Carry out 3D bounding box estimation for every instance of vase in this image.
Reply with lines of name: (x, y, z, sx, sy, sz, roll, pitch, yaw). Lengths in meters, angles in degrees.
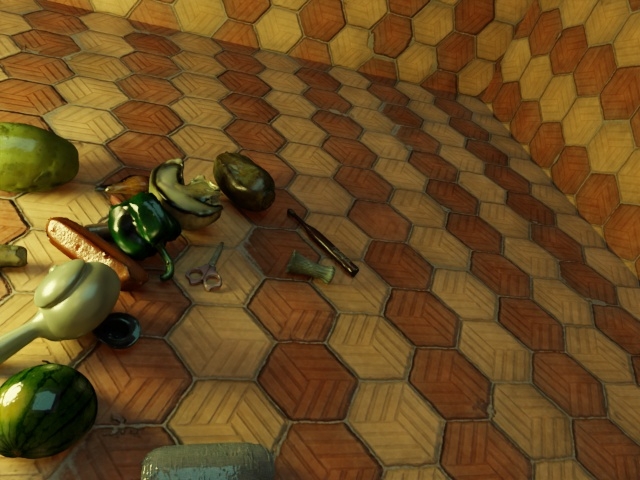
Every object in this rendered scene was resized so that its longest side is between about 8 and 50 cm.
vase: (-0.029, 0.090, 1.741, 0.148, 0.081, 0.081, 20, 36, -9)

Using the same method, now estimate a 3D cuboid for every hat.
hat: (-0.509, 0.227, 1.344, 0.121, 0.050, 0.121, 18, 37, -14)

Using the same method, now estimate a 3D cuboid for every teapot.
teapot: (-0.606, 0.169, 1.260, 0.149, 0.220, 0.318, 53, 38, -30)

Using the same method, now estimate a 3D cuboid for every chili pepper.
chili pepper: (-0.484, -0.008, 1.555, 0.261, 0.173, 0.165, 59, -1, -6)

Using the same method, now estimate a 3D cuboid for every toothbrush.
toothbrush: (0.000, -0.001, 1.897, 0.041, 0.041, 0.364, -21, 53, -42)

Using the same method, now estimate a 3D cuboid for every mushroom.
mushroom: (-0.437, -0.113, 1.716, 0.267, 0.164, 0.189, 36, 43, 14)

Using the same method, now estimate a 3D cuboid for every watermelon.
watermelon: (-0.568, 0.329, 1.127, 0.204, 0.127, 0.232, 23, 31, 7)

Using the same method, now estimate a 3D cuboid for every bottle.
bottle: (-0.620, -0.028, 1.605, 0.140, 0.053, 0.053, -8, 46, -34)

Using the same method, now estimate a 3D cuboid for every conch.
conch: (-0.603, -0.177, 1.772, 0.232, 0.080, 0.086, 10, 5, -21)

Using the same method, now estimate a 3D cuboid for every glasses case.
glasses case: (-0.233, 0.485, 1.148, 0.282, 0.067, 0.109, 6, 42, -22)

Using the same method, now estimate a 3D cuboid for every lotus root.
lotus root: (-0.269, -0.200, 1.917, 0.160, 0.152, 0.275, -17, 45, -43)

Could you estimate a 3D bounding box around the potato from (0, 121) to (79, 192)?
potato: (-0.884, -0.246, 1.622, 0.304, 0.216, 0.216, -2, 43, -25)

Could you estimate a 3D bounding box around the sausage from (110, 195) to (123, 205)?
sausage: (-0.591, -0.074, 1.697, 0.223, 0.029, 0.029, 40, 40, 24)

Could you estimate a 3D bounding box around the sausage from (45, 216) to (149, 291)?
sausage: (-0.614, 0.039, 1.489, 0.330, 0.102, 0.102, 32, 38, 12)

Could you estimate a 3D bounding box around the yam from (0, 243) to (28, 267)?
yam: (-0.913, 0.036, 1.368, 0.317, 0.067, 0.071, 3, 45, -22)

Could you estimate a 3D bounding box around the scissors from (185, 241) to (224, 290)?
scissors: (-0.330, 0.072, 1.653, 0.110, 0.021, 0.212, 17, 37, -1)
